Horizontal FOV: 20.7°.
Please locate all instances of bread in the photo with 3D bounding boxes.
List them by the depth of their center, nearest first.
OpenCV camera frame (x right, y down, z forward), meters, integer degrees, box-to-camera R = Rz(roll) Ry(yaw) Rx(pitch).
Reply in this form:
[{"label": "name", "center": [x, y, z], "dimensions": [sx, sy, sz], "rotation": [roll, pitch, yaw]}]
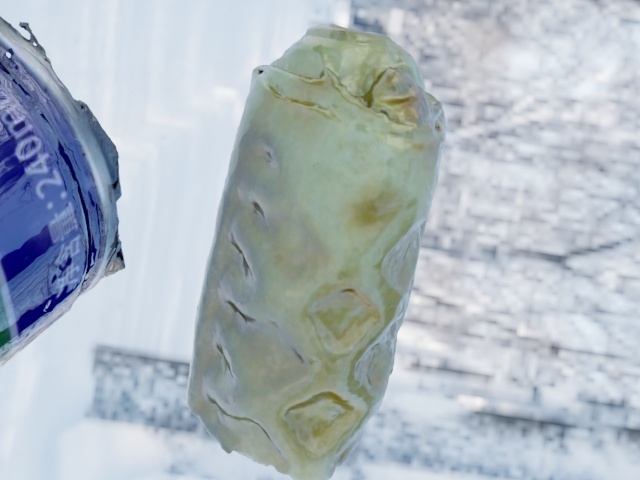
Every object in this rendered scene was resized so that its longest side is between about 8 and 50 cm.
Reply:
[{"label": "bread", "center": [0.000, 0.000, 1.058], "dimensions": [0.152, 0.130, 0.267], "rotation": [51, -41, 46]}]

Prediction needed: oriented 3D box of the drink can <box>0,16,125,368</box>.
[{"label": "drink can", "center": [-0.149, 0.036, 0.361], "dimensions": [0.235, 0.097, 0.097], "rotation": [-43, 154, -40]}]
